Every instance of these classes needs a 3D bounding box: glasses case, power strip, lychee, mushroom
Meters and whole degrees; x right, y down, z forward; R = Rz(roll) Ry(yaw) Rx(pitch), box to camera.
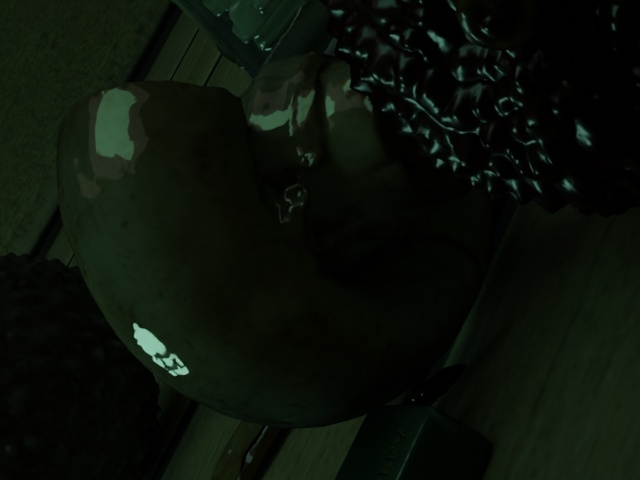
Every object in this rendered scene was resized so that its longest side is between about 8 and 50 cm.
[{"bbox_3d":[0.015,0.167,0.670,0.184,0.039,0.078,-63,15,-16],"label":"glasses case"},{"bbox_3d":[-0.065,-0.284,1.498,0.213,0.198,0.064,-51,-8,27],"label":"power strip"},{"bbox_3d":[0.112,-0.134,0.588,0.236,0.236,0.271,-51,2,29],"label":"lychee"},{"bbox_3d":[0.000,0.000,0.736,0.195,0.189,0.254,-17,-2,43],"label":"mushroom"},{"bbox_3d":[-0.273,0.153,1.216,0.300,0.300,0.300,-53,16,22],"label":"lychee"}]

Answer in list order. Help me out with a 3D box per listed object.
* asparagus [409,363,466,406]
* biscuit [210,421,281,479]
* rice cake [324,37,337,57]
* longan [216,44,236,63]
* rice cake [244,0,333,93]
[{"bbox_3d":[0.026,0.123,0.766,0.163,0.016,0.016,-54,-3,22],"label":"asparagus"},{"bbox_3d":[-0.039,0.125,0.972,0.147,0.018,0.071,-60,12,1],"label":"biscuit"},{"bbox_3d":[0.045,-0.195,1.280,0.290,0.051,0.081,-48,52,39],"label":"rice cake"},{"bbox_3d":[-0.079,-0.263,1.721,0.113,0.092,0.113,-49,-6,-7],"label":"longan"},{"bbox_3d":[-0.023,-0.155,1.212,0.211,0.043,0.034,-58,12,-10],"label":"rice cake"}]
